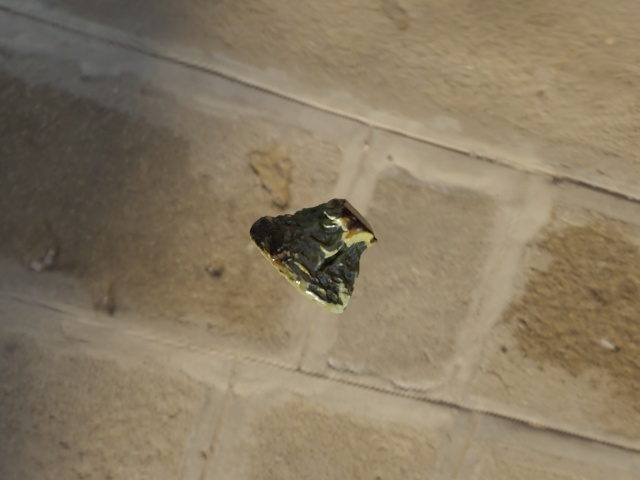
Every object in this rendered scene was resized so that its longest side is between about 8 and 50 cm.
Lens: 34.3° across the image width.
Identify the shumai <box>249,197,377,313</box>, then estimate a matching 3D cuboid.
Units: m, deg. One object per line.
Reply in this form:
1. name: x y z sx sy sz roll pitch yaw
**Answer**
1. shumai: -0.001 0.000 0.942 0.087 0.124 0.099 -50 147 6
